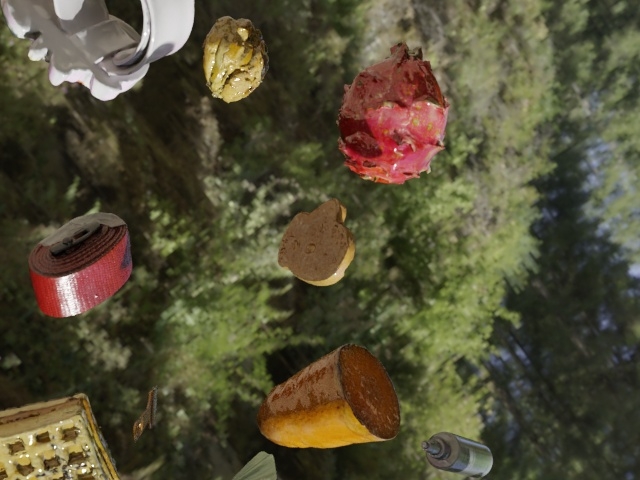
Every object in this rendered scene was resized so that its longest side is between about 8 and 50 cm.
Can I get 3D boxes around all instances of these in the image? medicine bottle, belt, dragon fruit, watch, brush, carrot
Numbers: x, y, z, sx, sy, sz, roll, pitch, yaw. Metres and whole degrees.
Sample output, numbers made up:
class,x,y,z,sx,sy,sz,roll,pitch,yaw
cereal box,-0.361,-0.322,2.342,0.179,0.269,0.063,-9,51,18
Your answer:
class,x,y,z,sx,sy,sz,roll,pitch,yaw
medicine bottle,0.196,0.317,1.480,0.057,0.058,0.199,-33,148,18
belt,-0.427,0.034,1.775,0.128,0.124,0.201,26,-133,28
dragon fruit,0.134,-0.233,1.782,0.210,0.205,0.268,56,48,-81
watch,-0.329,-0.352,1.468,0.231,0.244,0.196,-44,178,43
brush,-0.402,0.407,2.287,0.017,0.090,0.314,1,-177,-1
carrot,-0.008,0.267,1.566,0.225,0.159,0.159,-25,-164,27

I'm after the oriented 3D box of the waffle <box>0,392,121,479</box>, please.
class,x,y,z,sx,sy,sz,roll,pitch,yaw
waffle,-0.644,0.478,2.123,0.376,0.261,0.114,-14,-156,2

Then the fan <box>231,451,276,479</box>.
class,x,y,z,sx,sy,sz,roll,pitch,yaw
fan,-0.140,0.438,1.700,0.131,0.009,0.240,-14,-157,36

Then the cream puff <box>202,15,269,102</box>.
class,x,y,z,sx,sy,sz,roll,pitch,yaw
cream puff,-0.132,-0.278,1.538,0.104,0.133,0.119,4,-164,-7

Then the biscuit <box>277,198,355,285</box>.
class,x,y,z,sx,sy,sz,roll,pitch,yaw
biscuit,0.001,0.001,1.319,0.140,0.023,0.118,32,-84,51
